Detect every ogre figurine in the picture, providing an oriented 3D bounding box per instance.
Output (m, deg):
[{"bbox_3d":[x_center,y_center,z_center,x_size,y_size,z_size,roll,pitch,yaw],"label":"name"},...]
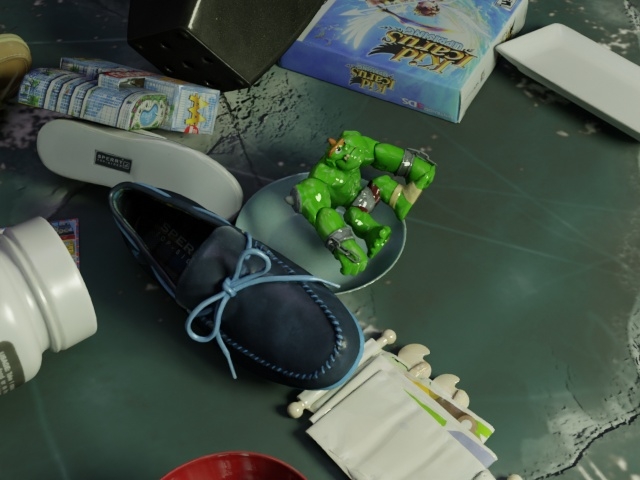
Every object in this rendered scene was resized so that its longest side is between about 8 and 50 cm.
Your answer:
[{"bbox_3d":[0.040,-0.052,1.199,0.118,0.097,0.197,34,70,7],"label":"ogre figurine"}]

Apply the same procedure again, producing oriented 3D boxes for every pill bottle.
[{"bbox_3d":[-0.377,0.096,1.068,0.283,0.161,0.161,-27,52,-23],"label":"pill bottle"}]

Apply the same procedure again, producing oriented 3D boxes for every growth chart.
[{"bbox_3d":[0.083,0.193,1.062,0.172,0.021,0.237,-27,52,-23],"label":"growth chart"}]

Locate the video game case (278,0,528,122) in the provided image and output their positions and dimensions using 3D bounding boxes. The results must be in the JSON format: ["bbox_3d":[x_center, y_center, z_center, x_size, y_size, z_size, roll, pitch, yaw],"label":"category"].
[{"bbox_3d":[0.115,-0.291,1.490,0.269,0.061,0.244,20,51,19],"label":"video game case"}]

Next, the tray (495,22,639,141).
[{"bbox_3d":[0.367,-0.198,1.404,0.145,0.030,0.270,-27,51,-36],"label":"tray"}]

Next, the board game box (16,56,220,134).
[{"bbox_3d":[-0.232,-0.176,1.323,0.194,0.060,0.194,14,12,12],"label":"board game box"}]

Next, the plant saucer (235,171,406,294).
[{"bbox_3d":[0.000,0.000,1.234,0.194,0.037,0.195,-1,46,1],"label":"plant saucer"}]

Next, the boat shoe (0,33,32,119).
[{"bbox_3d":[-0.463,-0.149,1.350,0.089,0.105,0.285,37,67,25],"label":"boat shoe"}]

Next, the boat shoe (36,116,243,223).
[{"bbox_3d":[-0.204,-0.092,1.291,0.258,0.095,0.084,24,19,6],"label":"boat shoe"}]

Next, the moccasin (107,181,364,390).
[{"bbox_3d":[-0.110,0.047,1.120,0.342,0.117,0.138,28,83,33],"label":"moccasin"}]

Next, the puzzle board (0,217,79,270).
[{"bbox_3d":[-0.341,0.017,1.244,0.128,0.011,0.096,-8,47,-6],"label":"puzzle board"}]

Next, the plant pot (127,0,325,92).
[{"bbox_3d":[-0.137,-0.290,1.391,0.187,0.188,0.167,-1,61,47],"label":"plant pot"}]

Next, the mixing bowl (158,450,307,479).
[{"bbox_3d":[-0.075,0.282,0.921,0.181,0.098,0.181,-5,47,6],"label":"mixing bowl"}]
